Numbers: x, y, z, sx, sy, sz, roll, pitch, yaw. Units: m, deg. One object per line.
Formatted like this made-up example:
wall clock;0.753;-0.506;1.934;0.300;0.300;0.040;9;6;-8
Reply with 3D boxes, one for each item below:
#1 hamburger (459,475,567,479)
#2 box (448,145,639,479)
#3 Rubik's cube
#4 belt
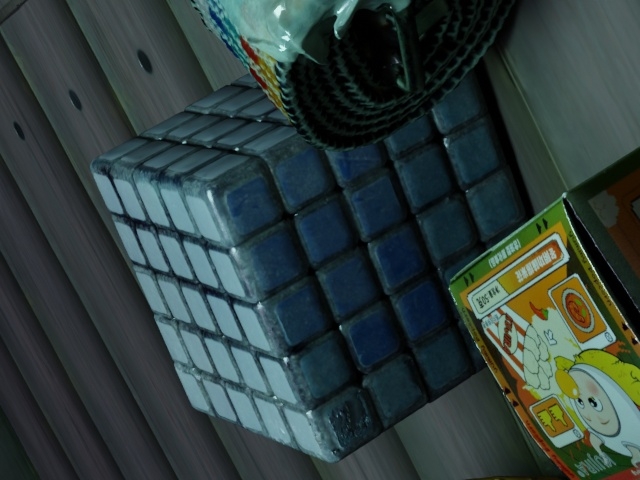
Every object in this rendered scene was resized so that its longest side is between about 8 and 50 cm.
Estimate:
hamburger;0.126;0.281;1.553;0.244;0.244;0.163;110;147;-61
box;0.207;0.043;1.180;0.177;0.148;0.195;56;157;4
Rubik's cube;0.000;0.000;1.434;0.238;0.237;0.237;15;132;60
belt;0.026;-0.178;1.208;0.150;0.207;0.257;47;169;23
